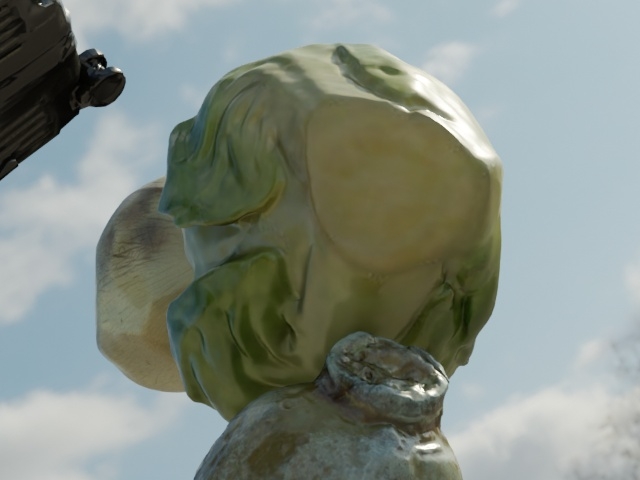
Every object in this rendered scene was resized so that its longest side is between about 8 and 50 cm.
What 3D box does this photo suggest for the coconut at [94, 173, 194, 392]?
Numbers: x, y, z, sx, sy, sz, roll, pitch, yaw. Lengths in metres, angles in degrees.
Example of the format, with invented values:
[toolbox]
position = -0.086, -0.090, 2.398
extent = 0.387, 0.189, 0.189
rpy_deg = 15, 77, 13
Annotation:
[coconut]
position = -0.109, 0.032, 1.597
extent = 0.224, 0.224, 0.224
rpy_deg = -23, -19, -9

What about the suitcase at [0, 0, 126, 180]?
[suitcase]
position = -0.300, -0.083, 0.875
extent = 0.335, 0.229, 0.152
rpy_deg = -38, -26, -16

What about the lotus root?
[lotus root]
position = -0.012, 0.230, 1.059
extent = 0.175, 0.175, 0.349
rpy_deg = -7, -65, -44

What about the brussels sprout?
[brussels sprout]
position = 0.002, 0.002, 1.192
extent = 0.227, 0.259, 0.294
rpy_deg = -3, -17, -19
